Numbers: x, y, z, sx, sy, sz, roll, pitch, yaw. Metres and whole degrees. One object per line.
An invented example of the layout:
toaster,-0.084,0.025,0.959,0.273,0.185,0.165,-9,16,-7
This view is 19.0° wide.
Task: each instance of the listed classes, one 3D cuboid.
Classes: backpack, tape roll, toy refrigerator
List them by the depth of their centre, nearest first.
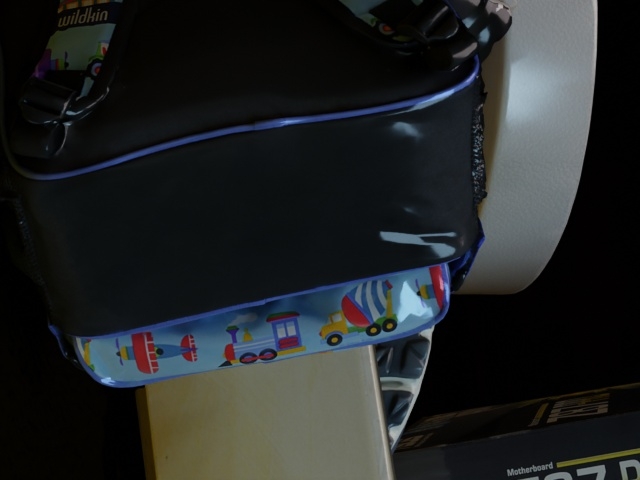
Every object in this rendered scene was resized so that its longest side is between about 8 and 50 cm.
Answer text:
backpack,-0.034,-0.053,0.639,0.173,0.158,0.117,-110,-171,-50
toy refrigerator,-0.023,0.063,0.738,0.102,0.094,0.270,74,7,-72
tape roll,0.116,-0.150,1.495,0.392,0.072,0.392,180,-90,-77

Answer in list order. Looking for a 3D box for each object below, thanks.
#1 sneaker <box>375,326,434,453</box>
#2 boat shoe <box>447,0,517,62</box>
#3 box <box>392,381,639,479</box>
sneaker,0.000,0.000,0.914,0.122,0.110,0.283,70,11,-60
boat shoe,0.021,-0.261,1.332,0.158,0.127,0.341,29,26,-37
box,0.213,0.157,1.381,0.395,0.318,0.097,7,71,-80
